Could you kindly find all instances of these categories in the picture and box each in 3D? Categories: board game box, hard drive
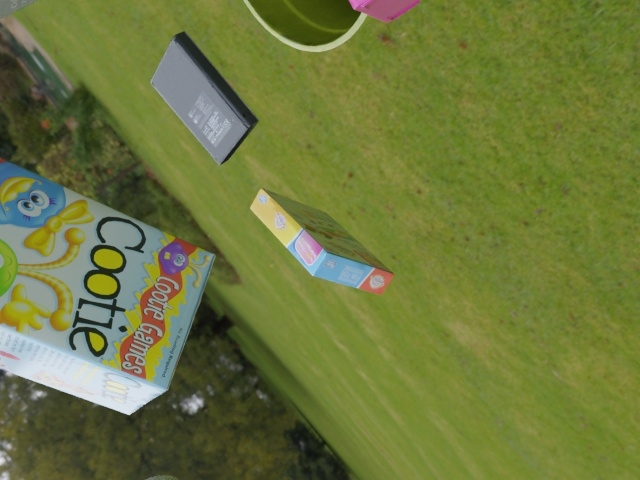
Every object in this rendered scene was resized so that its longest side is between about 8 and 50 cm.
[{"bbox_3d":[0.000,0.000,1.589,0.242,0.064,0.316,19,-162,-42],"label":"board game box"},{"bbox_3d":[-0.141,-0.167,0.775,0.135,0.022,0.094,50,140,-1],"label":"hard drive"},{"bbox_3d":[-0.263,0.038,0.599,0.275,0.142,0.144,26,148,-18],"label":"board game box"}]

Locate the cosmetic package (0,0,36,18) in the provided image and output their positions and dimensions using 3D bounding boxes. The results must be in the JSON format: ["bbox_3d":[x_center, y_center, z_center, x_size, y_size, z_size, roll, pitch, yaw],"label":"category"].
[{"bbox_3d":[-0.321,-0.214,0.486,0.107,0.238,0.127,41,148,-2],"label":"cosmetic package"}]

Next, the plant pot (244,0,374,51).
[{"bbox_3d":[0.075,-0.560,1.122,0.366,0.353,0.366,31,139,33],"label":"plant pot"}]

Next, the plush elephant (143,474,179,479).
[{"bbox_3d":[-0.101,0.486,0.968,0.255,0.272,0.330,-1,-91,-79],"label":"plush elephant"}]

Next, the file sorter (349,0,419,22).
[{"bbox_3d":[0.092,-0.349,0.621,0.182,0.202,0.291,59,-162,-8],"label":"file sorter"}]
